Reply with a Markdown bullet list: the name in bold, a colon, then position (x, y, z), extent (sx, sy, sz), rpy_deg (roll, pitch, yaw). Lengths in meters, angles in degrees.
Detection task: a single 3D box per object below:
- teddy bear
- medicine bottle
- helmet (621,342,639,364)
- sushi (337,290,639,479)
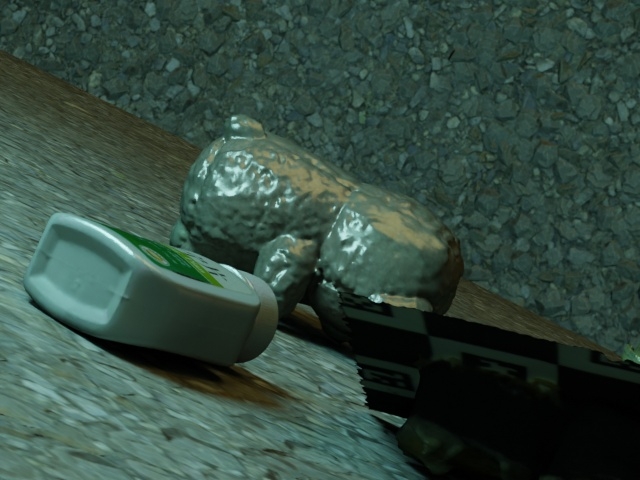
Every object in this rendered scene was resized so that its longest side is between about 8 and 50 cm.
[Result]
- **teddy bear**: position (-0.001, -0.001, 1.767), extent (0.267, 0.151, 0.236), rpy_deg (30, 33, 1)
- **medicine bottle**: position (-0.104, 0.038, 1.296), extent (0.119, 0.069, 0.183), rpy_deg (25, 2, 35)
- **helmet**: position (0.409, 0.120, 1.720), extent (0.257, 0.137, 0.204), rpy_deg (32, 8, -16)
- **sushi**: position (0.185, 0.164, 1.284), extent (0.373, 0.100, 0.296), rpy_deg (13, -18, 9)
